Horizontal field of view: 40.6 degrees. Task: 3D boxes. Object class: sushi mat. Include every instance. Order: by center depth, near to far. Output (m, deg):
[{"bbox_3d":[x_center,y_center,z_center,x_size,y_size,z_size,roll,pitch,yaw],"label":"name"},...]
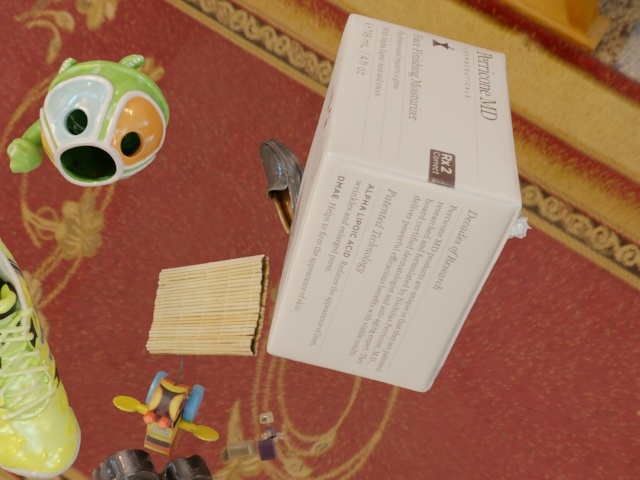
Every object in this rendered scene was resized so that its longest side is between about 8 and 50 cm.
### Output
[{"bbox_3d":[-0.187,0.109,1.394,0.019,0.316,0.151,17,74,-37],"label":"sushi mat"}]

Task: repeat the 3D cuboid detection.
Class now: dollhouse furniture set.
[{"bbox_3d":[-0.132,0.393,1.752,0.114,0.081,0.091,-12,89,20],"label":"dollhouse furniture set"}]

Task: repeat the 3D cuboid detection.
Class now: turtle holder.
[{"bbox_3d":[-0.479,-0.234,1.764,0.320,0.243,0.227,9,48,-4],"label":"turtle holder"}]

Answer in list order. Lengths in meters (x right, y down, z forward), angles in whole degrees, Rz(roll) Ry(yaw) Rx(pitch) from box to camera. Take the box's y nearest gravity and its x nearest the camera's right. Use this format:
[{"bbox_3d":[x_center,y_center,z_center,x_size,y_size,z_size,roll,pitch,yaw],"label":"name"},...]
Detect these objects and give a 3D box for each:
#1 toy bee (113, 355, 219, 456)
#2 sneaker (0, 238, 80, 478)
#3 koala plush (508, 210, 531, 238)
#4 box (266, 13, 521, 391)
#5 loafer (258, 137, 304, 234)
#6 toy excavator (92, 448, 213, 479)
[{"bbox_3d":[-0.291,0.305,1.589,0.195,0.162,0.298,2,121,14],"label":"toy bee"},{"bbox_3d":[-0.398,0.128,1.037,0.145,0.147,0.385,-34,109,-34],"label":"sneaker"},{"bbox_3d":[0.118,-0.057,0.918,0.203,0.221,0.196,-36,89,-14],"label":"koala plush"},{"bbox_3d":[0.047,-0.027,0.600,0.119,0.182,0.181,14,41,-5],"label":"box"},{"bbox_3d":[-0.056,-0.083,1.333,0.061,0.062,0.170,-16,68,-39],"label":"loafer"},{"bbox_3d":[-0.416,0.583,1.489,0.445,0.433,0.222,-47,52,15],"label":"toy excavator"}]
